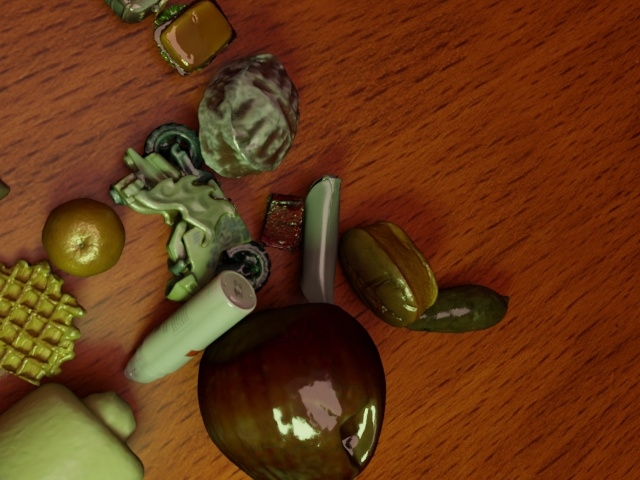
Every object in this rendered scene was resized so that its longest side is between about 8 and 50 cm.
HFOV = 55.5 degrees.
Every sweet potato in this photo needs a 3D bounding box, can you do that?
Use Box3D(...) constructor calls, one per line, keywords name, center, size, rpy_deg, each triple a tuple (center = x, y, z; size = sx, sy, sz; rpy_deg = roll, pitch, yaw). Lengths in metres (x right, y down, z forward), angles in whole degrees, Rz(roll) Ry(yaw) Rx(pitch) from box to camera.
Box3D(name="sweet potato", center=(0.308, 0.178, 1.582), size=(0.422, 0.130, 0.131), rpy_deg=(2, 94, -15))

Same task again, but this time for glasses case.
Box3D(name="glasses case", center=(0.000, 0.000, 1.437), size=(0.083, 0.128, 0.308), rpy_deg=(4, 94, 2))

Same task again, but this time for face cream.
Box3D(name="face cream", center=(-0.276, 0.191, 1.248), size=(0.102, 0.102, 0.345), rpy_deg=(39, 121, -21))

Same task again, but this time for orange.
Box3D(name="orange", center=(-0.471, -0.007, 1.216), size=(0.158, 0.136, 0.159), rpy_deg=(-3, 104, -13))

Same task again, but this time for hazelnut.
Box3D(name="hazelnut", center=(-0.070, 0.317, 1.257), size=(0.402, 0.429, 0.402), rpy_deg=(10, 72, -32))

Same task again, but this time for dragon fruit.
Box3D(name="dragon fruit", center=(-0.087, -0.057, 1.411), size=(0.102, 0.096, 0.147), rpy_deg=(7, 122, -14))

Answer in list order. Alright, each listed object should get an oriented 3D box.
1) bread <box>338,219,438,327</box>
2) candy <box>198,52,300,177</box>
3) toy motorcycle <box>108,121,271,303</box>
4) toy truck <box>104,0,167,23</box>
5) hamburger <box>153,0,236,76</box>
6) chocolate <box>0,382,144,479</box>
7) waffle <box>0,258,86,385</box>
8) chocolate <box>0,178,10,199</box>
Box3D(name="bread", center=(0.155, 0.078, 1.448), size=(0.142, 0.195, 0.270), rpy_deg=(-25, 72, -29))
Box3D(name="candy", center=(-0.142, -0.265, 1.287), size=(0.214, 0.157, 0.290), rpy_deg=(53, 44, -40))
Box3D(name="toy motorcycle", center=(-0.279, -0.036, 1.286), size=(0.237, 0.168, 0.410), rpy_deg=(-33, 101, -24))
Box3D(name="toy truck", center=(-0.323, -0.558, 1.250), size=(0.270, 0.114, 0.135), rpy_deg=(-43, 104, -17))
Box3D(name="hamburger", center=(-0.271, -0.439, 1.290), size=(0.166, 0.087, 0.137), rpy_deg=(-42, 115, -15))
Box3D(name="chocolate", center=(-0.504, 0.426, 1.170), size=(0.297, 0.326, 0.314), rpy_deg=(-53, 137, -35))
Box3D(name="waffle", center=(-0.569, 0.147, 1.193), size=(0.229, 0.057, 0.219), rpy_deg=(25, 76, 0))
Box3D(name="chocolate", center=(-0.661, -0.118, 1.183), size=(0.064, 0.031, 0.101), rpy_deg=(-39, 107, -21))
